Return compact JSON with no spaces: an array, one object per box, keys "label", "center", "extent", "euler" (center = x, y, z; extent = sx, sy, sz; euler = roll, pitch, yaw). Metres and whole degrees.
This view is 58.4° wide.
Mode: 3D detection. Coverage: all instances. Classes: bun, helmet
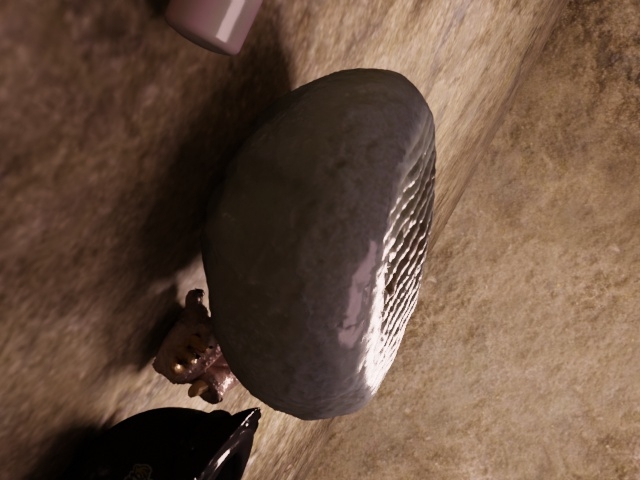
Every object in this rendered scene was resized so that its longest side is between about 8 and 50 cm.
[{"label":"bun","center":[0.000,0.000,0.598],"extent":[0.362,0.211,0.361],"euler":[16,90,-74]},{"label":"helmet","center":[-0.191,0.276,0.610],"extent":[0.278,0.161,0.230],"euler":[-62,166,-21]}]

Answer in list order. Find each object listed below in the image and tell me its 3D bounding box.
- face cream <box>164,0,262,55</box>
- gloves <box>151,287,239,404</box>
[{"label":"face cream","center":[-0.028,-0.256,0.382],"extent":[0.269,0.082,0.082],"euler":[-63,163,9]},{"label":"gloves","center":[-0.128,0.126,0.667],"extent":[0.144,0.094,0.110],"euler":[44,65,-52]}]
